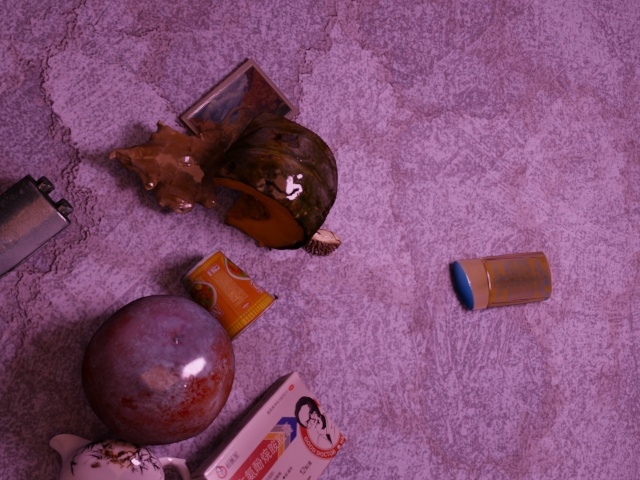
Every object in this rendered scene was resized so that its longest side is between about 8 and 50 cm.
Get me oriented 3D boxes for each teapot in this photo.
[{"bbox_3d":[-0.420,0.502,1.463,0.300,0.166,0.208,16,110,-29],"label":"teapot"}]

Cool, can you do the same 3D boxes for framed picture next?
[{"bbox_3d":[-0.197,-0.312,1.719,0.250,0.016,0.184,-44,99,-19],"label":"framed picture"}]

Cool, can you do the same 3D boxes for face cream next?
[{"bbox_3d":[0.498,0.109,1.891,0.285,0.067,0.139,-5,84,-21],"label":"face cream"}]

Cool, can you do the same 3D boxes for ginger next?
[{"bbox_3d":[-0.346,-0.170,1.590,0.270,0.123,0.218,-2,88,-17],"label":"ginger"}]

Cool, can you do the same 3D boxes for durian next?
[{"bbox_3d":[-0.005,0.004,1.745,0.130,0.052,0.066,16,40,-20],"label":"durian"}]

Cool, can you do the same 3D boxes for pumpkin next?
[{"bbox_3d":[-0.093,-0.126,1.603,0.256,0.303,0.225,20,70,7],"label":"pumpkin"}]

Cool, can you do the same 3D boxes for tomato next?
[{"bbox_3d":[-0.336,0.268,1.451,0.317,0.282,0.316,17,48,-20],"label":"tomato"}]

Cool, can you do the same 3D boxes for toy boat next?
[{"bbox_3d":[-0.683,-0.003,1.467,0.319,0.092,0.141,-41,98,-13],"label":"toy boat"}]

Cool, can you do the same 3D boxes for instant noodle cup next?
[{"bbox_3d":[-0.218,0.122,1.591,0.168,0.168,0.185,-42,91,-20],"label":"instant noodle cup"}]

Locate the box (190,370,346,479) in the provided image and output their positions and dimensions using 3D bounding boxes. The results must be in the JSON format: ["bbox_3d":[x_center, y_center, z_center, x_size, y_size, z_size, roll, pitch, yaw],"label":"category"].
[{"bbox_3d":[-0.105,0.486,1.551,0.214,0.069,0.353,55,42,-6],"label":"box"}]
